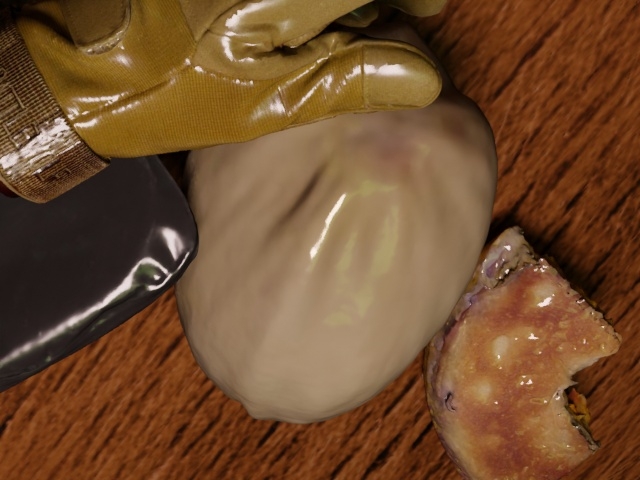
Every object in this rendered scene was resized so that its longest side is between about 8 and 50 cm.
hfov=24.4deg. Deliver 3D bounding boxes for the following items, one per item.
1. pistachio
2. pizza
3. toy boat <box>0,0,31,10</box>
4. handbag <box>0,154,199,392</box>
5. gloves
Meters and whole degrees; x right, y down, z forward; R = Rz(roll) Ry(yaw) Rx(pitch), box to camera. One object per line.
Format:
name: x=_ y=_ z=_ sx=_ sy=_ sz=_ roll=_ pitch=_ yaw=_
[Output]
pistachio: x=0.000 y=0.000 z=1.019 sx=0.207 sy=0.226 sz=0.332 roll=17 pitch=123 yaw=-3
pizza: x=0.167 y=0.112 z=1.264 sx=0.161 sy=0.086 sz=0.305 roll=1 pitch=126 yaw=3
toy boat: x=-0.196 y=-0.153 z=0.898 sx=0.392 sy=0.079 sz=0.136 roll=-38 pitch=134 yaw=6
handbag: x=-0.248 y=0.021 z=0.961 sx=0.332 sy=0.192 sz=0.075 roll=-34 pitch=173 yaw=6
gloves: x=-0.052 y=-0.127 z=0.840 sx=0.331 sy=0.154 sz=0.141 roll=-22 pitch=120 yaw=2
